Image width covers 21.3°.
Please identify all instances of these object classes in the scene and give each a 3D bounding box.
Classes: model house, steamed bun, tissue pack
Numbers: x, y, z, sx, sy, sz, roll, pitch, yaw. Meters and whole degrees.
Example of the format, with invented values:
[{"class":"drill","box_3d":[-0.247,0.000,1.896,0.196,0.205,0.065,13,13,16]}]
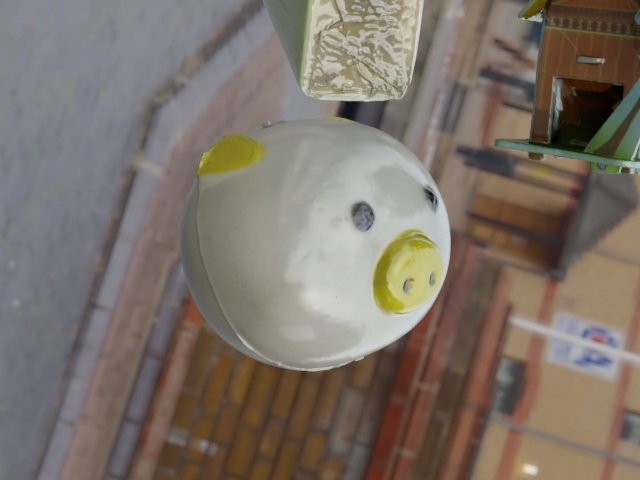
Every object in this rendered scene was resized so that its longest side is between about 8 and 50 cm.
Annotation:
[{"class":"model house","box_3d":[0.442,-0.246,2.166,0.300,0.340,0.324,-6,104,-54]},{"class":"steamed bun","box_3d":[-0.005,0.001,2.191,0.374,0.334,0.334,-16,128,-50]},{"class":"tissue pack","box_3d":[0.018,-0.262,1.700,0.234,0.125,0.159,-109,-157,-57]}]
